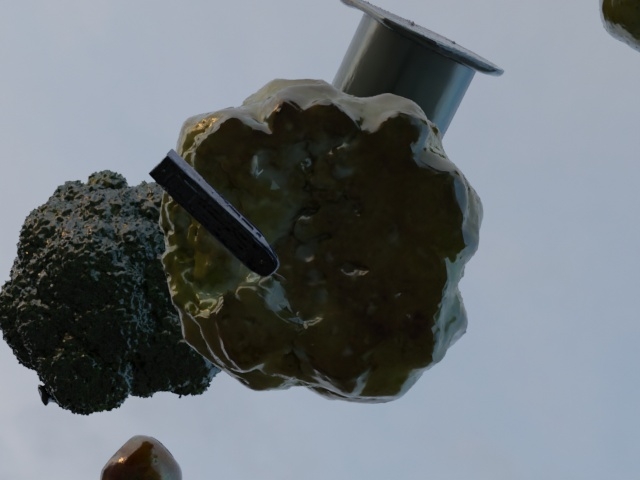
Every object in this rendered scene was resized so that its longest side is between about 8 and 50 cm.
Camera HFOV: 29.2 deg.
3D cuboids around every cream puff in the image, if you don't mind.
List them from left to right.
[{"bbox_3d":[-0.002,-0.001,1.007,0.282,0.185,0.282,0,-88,1],"label":"cream puff"}]

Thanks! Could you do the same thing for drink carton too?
[{"bbox_3d":[0.085,-0.171,1.466,0.185,0.191,0.189,22,-77,-36],"label":"drink carton"}]

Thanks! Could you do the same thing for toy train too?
[{"bbox_3d":[-0.054,-0.013,0.643,0.083,0.017,0.017,44,-72,-10],"label":"toy train"}]

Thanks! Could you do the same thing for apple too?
[{"bbox_3d":[-0.234,0.313,1.597,0.099,0.102,0.114,46,-26,3],"label":"apple"}]

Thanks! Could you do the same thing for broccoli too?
[{"bbox_3d":[-0.234,0.066,1.535,0.304,0.321,0.283,3,-14,17],"label":"broccoli"}]

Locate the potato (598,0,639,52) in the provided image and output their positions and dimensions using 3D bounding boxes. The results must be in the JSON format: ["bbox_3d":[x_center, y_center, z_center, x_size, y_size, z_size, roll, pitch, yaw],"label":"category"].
[{"bbox_3d":[0.372,-0.290,1.203,0.143,0.169,0.248,47,-50,13],"label":"potato"}]
